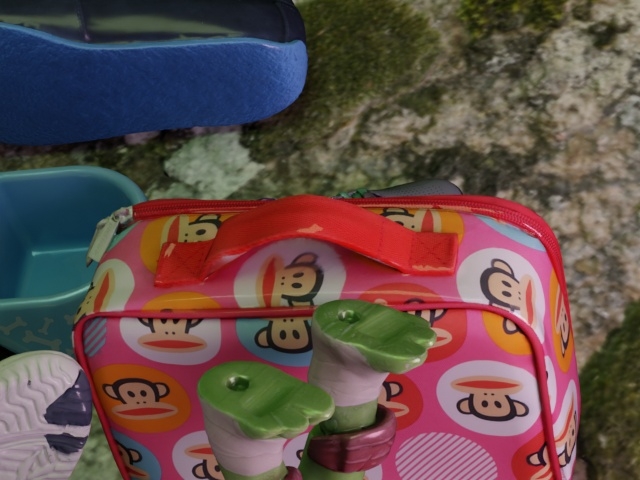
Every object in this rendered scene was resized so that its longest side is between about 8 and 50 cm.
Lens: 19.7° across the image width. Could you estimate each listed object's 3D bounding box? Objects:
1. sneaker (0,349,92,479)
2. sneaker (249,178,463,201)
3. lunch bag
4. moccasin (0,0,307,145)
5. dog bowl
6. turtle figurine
[{"bbox_3d":[-0.223,0.124,1.152,0.094,0.235,0.153,23,28,-21],"label":"sneaker"},{"bbox_3d":[0.000,0.000,1.280,0.224,0.098,0.083,-27,46,-11],"label":"sneaker"},{"bbox_3d":[0.003,0.068,1.102,0.293,0.258,0.120,0,48,14],"label":"lunch bag"},{"bbox_3d":[-0.181,-0.148,1.470,0.342,0.137,0.117,4,42,-1],"label":"moccasin"},{"bbox_3d":[-0.246,0.023,1.342,0.297,0.074,0.166,-5,46,11],"label":"dog bowl"},{"bbox_3d":[0.021,0.189,0.981,0.198,0.266,0.274,-7,31,-15],"label":"turtle figurine"}]
